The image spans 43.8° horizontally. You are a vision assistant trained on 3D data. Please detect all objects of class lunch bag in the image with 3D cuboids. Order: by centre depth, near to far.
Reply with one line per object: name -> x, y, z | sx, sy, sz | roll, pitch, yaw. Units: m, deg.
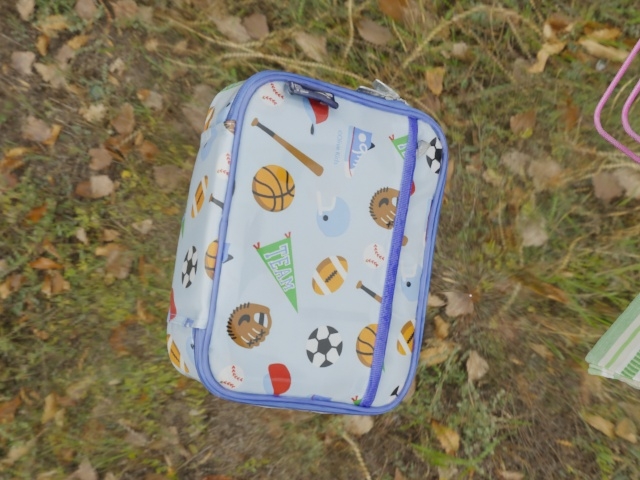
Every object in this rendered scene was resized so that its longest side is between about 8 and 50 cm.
lunch bag -> 0.000, 0.000, 0.725 | 0.243, 0.115, 0.303 | 13, 85, -26

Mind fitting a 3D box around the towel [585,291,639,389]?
towel -> 0.575, 0.148, 1.250 | 0.038, 0.325, 0.248 | 43, 85, -11

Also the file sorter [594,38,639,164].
file sorter -> 0.501, -0.172, 0.955 | 0.182, 0.291, 0.202 | 31, 90, -12
